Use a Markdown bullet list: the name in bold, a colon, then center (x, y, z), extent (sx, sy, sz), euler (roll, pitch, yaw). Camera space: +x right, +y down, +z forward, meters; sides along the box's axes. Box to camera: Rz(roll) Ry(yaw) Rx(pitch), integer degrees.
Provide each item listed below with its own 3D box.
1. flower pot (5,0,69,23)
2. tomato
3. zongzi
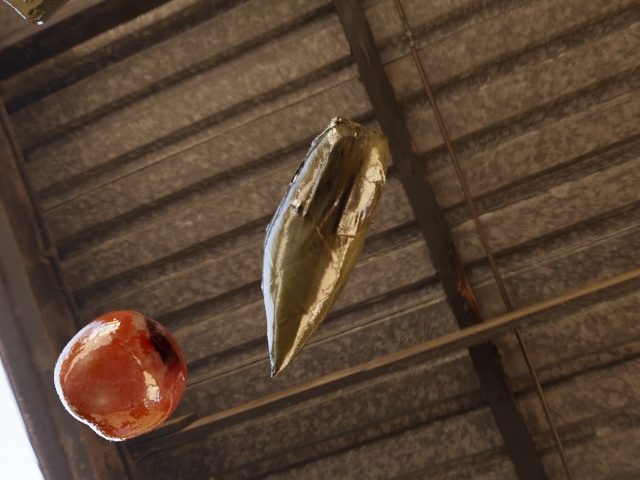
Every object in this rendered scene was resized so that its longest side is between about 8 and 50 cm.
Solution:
- **flower pot**: center (-0.362, -0.339, 0.803), extent (0.157, 0.157, 0.106), euler (39, -89, 9)
- **tomato**: center (-0.319, 0.216, 1.083), extent (0.208, 0.208, 0.184), euler (43, -95, 8)
- **zongzi**: center (0.000, 0.000, 1.044), extent (0.160, 0.360, 0.322), euler (21, -55, -7)
